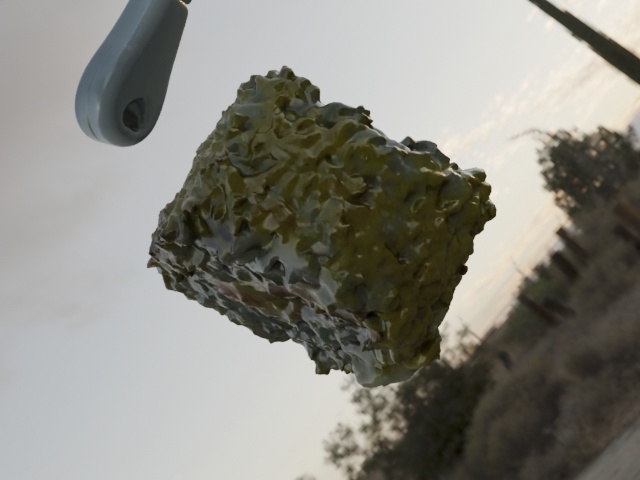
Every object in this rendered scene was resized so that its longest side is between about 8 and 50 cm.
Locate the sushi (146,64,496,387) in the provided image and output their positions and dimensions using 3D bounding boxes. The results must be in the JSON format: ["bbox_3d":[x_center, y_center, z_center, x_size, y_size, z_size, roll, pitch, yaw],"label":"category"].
[{"bbox_3d":[0.000,0.000,1.155,0.240,0.351,0.396,-61,8,-18],"label":"sushi"}]

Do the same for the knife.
[{"bbox_3d":[-0.100,-0.222,0.774,0.080,0.044,0.331,44,-116,-59],"label":"knife"}]
